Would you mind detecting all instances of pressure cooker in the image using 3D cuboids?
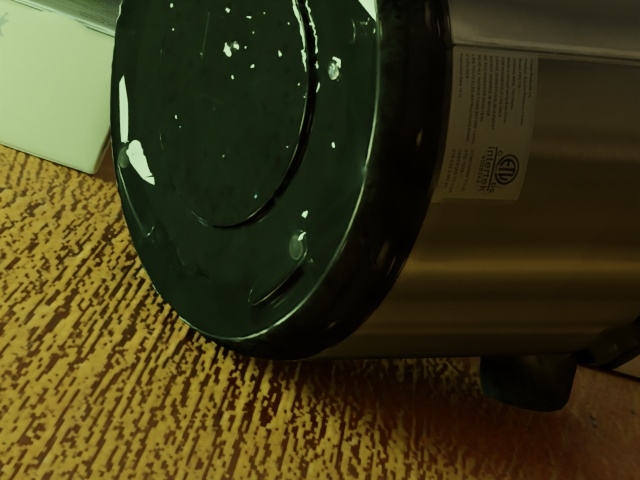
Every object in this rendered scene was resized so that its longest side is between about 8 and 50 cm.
[{"bbox_3d":[0.107,-0.091,1.330,0.420,0.370,0.375,0,49,-34],"label":"pressure cooker"}]

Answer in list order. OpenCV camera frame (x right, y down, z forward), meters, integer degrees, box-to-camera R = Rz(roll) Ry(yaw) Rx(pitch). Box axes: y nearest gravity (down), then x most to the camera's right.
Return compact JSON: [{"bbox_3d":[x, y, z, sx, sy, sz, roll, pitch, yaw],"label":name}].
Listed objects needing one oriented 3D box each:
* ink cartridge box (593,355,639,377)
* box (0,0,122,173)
[{"bbox_3d":[0.336,0.033,1.669,0.255,0.188,0.097,17,14,-24],"label":"ink cartridge box"},{"bbox_3d":[-0.244,-0.172,1.673,0.148,0.121,0.311,20,14,-11],"label":"box"}]
